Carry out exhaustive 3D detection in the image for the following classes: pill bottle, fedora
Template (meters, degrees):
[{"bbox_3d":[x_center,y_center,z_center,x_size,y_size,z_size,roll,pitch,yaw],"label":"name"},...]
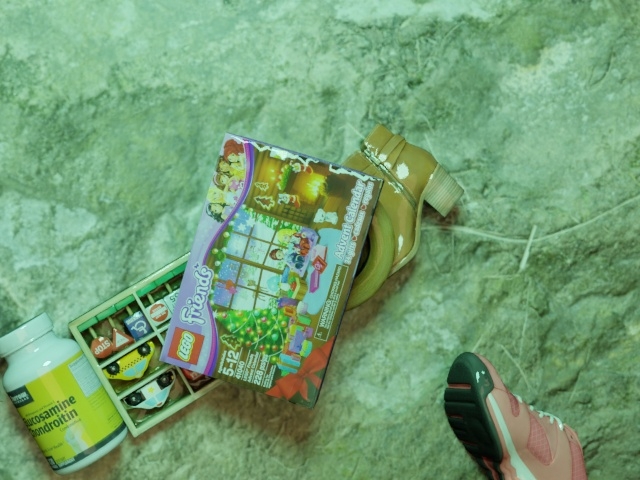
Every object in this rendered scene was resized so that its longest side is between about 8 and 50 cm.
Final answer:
[{"bbox_3d":[-0.322,0.185,1.335,0.103,0.103,0.184,-31,96,-11],"label":"pill bottle"},{"bbox_3d":[0.000,0.000,1.399,0.194,0.079,0.194,0,93,4],"label":"fedora"}]

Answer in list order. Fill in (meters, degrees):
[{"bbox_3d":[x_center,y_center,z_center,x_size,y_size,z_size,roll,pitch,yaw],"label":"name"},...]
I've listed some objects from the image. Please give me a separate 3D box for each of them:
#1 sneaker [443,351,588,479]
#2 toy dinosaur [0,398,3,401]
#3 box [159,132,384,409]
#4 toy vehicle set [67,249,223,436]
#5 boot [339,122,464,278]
[{"bbox_3d":[0.278,0.270,1.485,0.136,0.116,0.314,-33,104,-21],"label":"sneaker"},{"bbox_3d":[-0.506,0.199,1.324,0.211,0.064,0.112,-32,110,-4],"label":"toy dinosaur"},{"bbox_3d":[-0.059,0.036,1.336,0.200,0.057,0.293,17,94,4],"label":"box"},{"bbox_3d":[-0.167,0.109,1.406,0.266,0.035,0.166,-32,96,-11],"label":"toy vehicle set"},{"bbox_3d":[0.076,-0.045,1.453,0.152,0.073,0.197,39,83,-2],"label":"boot"}]
